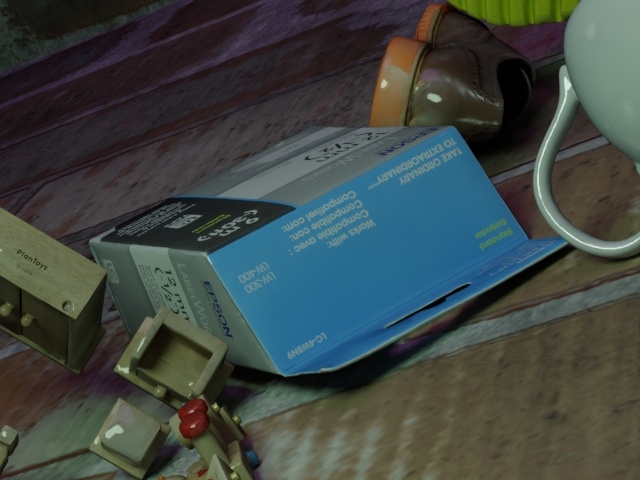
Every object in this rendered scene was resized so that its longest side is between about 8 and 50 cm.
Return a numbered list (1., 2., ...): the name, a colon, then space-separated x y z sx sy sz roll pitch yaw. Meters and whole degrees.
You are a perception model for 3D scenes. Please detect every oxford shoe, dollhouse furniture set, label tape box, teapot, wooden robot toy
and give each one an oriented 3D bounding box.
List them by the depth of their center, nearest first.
1. wooden robot toy: -0.091 0.158 1.343 0.079 0.076 0.173 -36 15 4
2. teapot: 0.304 -0.111 1.410 0.252 0.187 0.256 -13 -17 -25
3. dollhouse furniture set: -0.284 0.174 1.492 0.355 0.303 0.174 -60 -2 -18
4. label tape box: 0.000 0.000 1.587 0.249 0.115 0.347 -28 14 -25
5. oxford shoe: 0.143 -0.147 1.918 0.133 0.130 0.364 13 18 10

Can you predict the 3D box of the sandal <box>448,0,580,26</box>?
1. sandal: 0.250 -0.272 1.974 0.317 0.126 0.138 17 19 15
